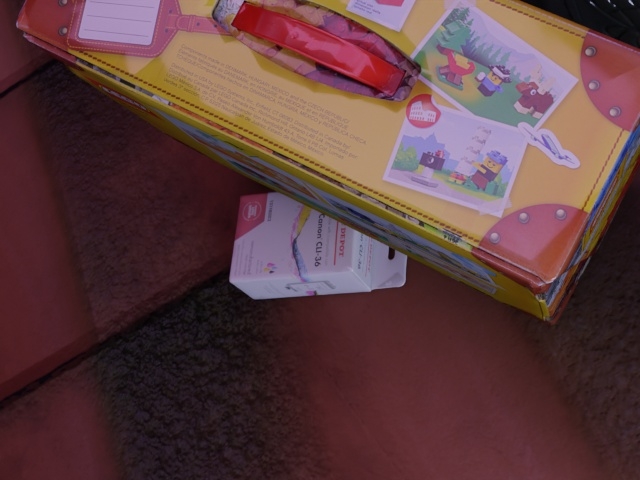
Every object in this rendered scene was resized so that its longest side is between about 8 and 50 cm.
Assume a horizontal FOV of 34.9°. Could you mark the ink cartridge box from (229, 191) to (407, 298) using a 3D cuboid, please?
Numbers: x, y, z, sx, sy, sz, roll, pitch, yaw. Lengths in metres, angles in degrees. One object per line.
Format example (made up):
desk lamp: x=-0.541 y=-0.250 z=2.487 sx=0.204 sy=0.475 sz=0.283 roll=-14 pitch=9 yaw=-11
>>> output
ink cartridge box: x=0.000 y=0.000 z=1.189 sx=0.198 sy=0.067 sz=0.115 roll=-6 pitch=65 yaw=23

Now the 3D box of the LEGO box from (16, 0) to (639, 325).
LEGO box: x=0.036 y=-0.125 z=0.965 sx=0.500 sy=0.372 sz=0.193 roll=27 pitch=88 yaw=16

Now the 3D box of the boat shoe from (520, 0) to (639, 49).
boat shoe: x=0.339 y=-0.296 z=1.136 sx=0.324 sy=0.122 sz=0.120 roll=22 pitch=75 yaw=31
